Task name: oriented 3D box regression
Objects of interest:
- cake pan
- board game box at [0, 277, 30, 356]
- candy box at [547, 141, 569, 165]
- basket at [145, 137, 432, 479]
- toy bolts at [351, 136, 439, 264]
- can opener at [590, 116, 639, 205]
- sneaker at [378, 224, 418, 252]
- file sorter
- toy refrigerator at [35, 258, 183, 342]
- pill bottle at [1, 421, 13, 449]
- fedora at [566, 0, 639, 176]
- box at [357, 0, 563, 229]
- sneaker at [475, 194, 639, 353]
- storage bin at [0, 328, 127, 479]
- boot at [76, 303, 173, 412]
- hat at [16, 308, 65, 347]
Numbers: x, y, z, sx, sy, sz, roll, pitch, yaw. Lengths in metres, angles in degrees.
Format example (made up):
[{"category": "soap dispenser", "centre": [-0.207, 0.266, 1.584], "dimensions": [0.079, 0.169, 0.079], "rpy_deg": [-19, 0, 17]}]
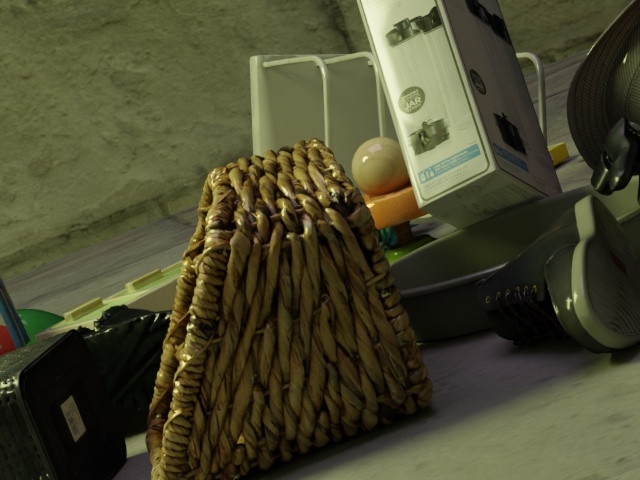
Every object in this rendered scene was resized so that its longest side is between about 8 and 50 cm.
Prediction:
[{"category": "cake pan", "centre": [0.180, 0.017, 1.724], "dimensions": [0.293, 0.054, 0.293], "rpy_deg": [-21, 7, 3]}, {"category": "board game box", "centre": [-0.433, 0.122, 1.846], "dimensions": [0.308, 0.086, 0.302], "rpy_deg": [-24, 1, -9]}, {"category": "candy box", "centre": [0.218, -0.073, 2.414], "dimensions": [0.105, 0.027, 0.206], "rpy_deg": [-19, 7, 38]}, {"category": "basket", "centre": [-0.064, 0.050, 1.519], "dimensions": [0.223, 0.213, 0.299], "rpy_deg": [-21, 7, -3]}, {"category": "toy bolts", "centre": [0.000, 0.000, 1.943], "dimensions": [0.228, 0.158, 0.218], "rpy_deg": [-23, 7, -21]}, {"category": "can opener", "centre": [0.269, -0.060, 1.659], "dimensions": [0.059, 0.073, 0.186], "rpy_deg": [19, 13, 0]}, {"category": "sneaker", "centre": [0.031, -0.014, 2.243], "dimensions": [0.110, 0.107, 0.275], "rpy_deg": [-1, 19, 32]}, {"category": "file sorter", "centre": [0.086, -0.110, 2.113], "dimensions": [0.277, 0.193, 0.173], "rpy_deg": [-3, 2, -25]}, {"category": "toy refrigerator", "centre": [-0.170, 0.081, 2.094], "dimensions": [0.102, 0.094, 0.269], "rpy_deg": [-14, 10, 41]}, {"category": "pill bottle", "centre": [-0.380, 0.192, 1.886], "dimensions": [0.152, 0.086, 0.086], "rpy_deg": [-23, 7, -21]}, {"category": "fedora", "centre": [0.393, -0.152, 1.941], "dimensions": [0.275, 0.244, 0.124], "rpy_deg": [-36, 43, -11]}, {"category": "box", "centre": [0.134, -0.153, 1.924], "dimensions": [0.087, 0.290, 0.169], "rpy_deg": [-28, -28, 24]}, {"category": "sneaker", "centre": [0.177, 0.052, 1.450], "dimensions": [0.118, 0.083, 0.222], "rpy_deg": [-38, 9, 18]}, {"category": "storage bin", "centre": [-0.233, 0.156, 1.581], "dimensions": [0.084, 0.122, 0.180], "rpy_deg": [-20, 7, 11]}, {"category": "boot", "centre": [-0.150, 0.106, 1.830], "dimensions": [0.246, 0.094, 0.207], "rpy_deg": [-9, 4, 17]}, {"category": "hat", "centre": [-0.334, 0.081, 2.196], "dimensions": [0.208, 0.183, 0.173], "rpy_deg": [-26, 9, -38]}]
